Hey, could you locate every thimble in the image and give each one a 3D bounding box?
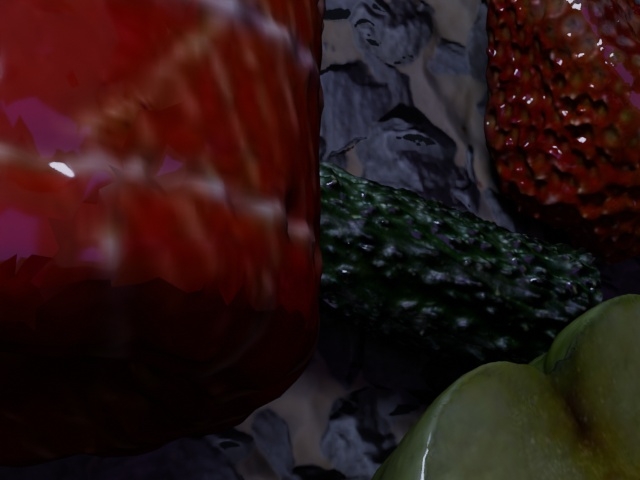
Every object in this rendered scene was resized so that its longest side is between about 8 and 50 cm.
[{"bbox_3d":[-0.168,-0.033,0.639,0.350,0.350,0.230,9,68,-34],"label":"thimble"}]

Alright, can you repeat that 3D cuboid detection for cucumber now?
[{"bbox_3d":[0.000,0.000,0.913,0.359,0.096,0.096,17,66,-29],"label":"cucumber"}]

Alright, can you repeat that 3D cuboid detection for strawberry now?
[{"bbox_3d":[0.191,-0.088,1.044,0.236,0.107,0.175,40,75,-32],"label":"strawberry"}]

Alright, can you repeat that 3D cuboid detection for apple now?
[{"bbox_3d":[0.177,0.215,0.862,0.312,0.320,0.360,-30,88,0],"label":"apple"}]
